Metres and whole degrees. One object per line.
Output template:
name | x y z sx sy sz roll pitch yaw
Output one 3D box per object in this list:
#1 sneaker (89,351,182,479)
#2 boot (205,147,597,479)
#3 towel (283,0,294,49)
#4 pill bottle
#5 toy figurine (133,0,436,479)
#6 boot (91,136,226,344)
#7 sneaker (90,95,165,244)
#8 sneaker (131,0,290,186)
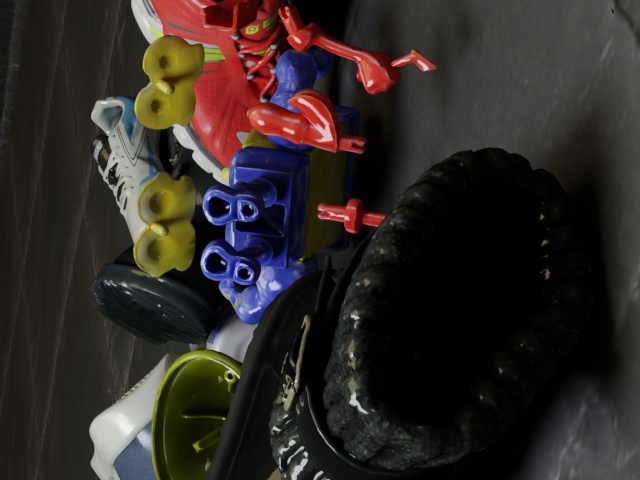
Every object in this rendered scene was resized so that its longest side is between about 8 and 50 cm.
sneaker | -0.104 0.196 1.481 0.148 0.131 0.350 47 175 7
boot | 0.022 0.139 0.927 0.260 0.131 0.348 147 134 -63
towel | -0.044 -0.321 1.358 0.370 0.040 0.271 90 174 -56
pill bottle | -0.062 0.081 1.416 0.137 0.078 0.078 -158 73 -72
toy figurine | 0.000 0.000 1.217 0.217 0.191 0.362 -47 -38 -66
boot | -0.093 -0.025 1.390 0.207 0.094 0.246 -62 8 -11
sneaker | -0.209 -0.071 1.954 0.237 0.086 0.085 -105 27 -46
sneaker | -0.064 -0.146 1.284 0.118 0.107 0.279 0 124 56
